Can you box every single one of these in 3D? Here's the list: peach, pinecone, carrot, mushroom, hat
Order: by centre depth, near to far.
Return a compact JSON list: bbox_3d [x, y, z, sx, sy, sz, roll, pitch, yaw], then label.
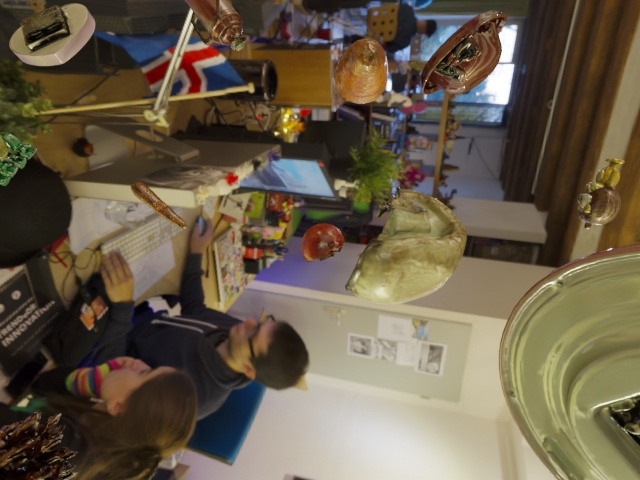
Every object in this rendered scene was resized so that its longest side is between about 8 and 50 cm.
[{"bbox_3d":[-0.531,0.424,0.747,0.221,0.222,0.221,7,90,-76],"label":"pinecone"},{"bbox_3d":[0.165,0.026,0.789,0.189,0.164,0.267,-70,169,23],"label":"mushroom"},{"bbox_3d":[0.285,-0.344,0.831,0.089,0.205,0.205,53,16,4],"label":"hat"},{"bbox_3d":[-0.001,0.000,0.887,0.061,0.098,0.098,61,29,-20],"label":"peach"},{"bbox_3d":[-0.368,-0.077,0.987,0.035,0.165,0.035,-50,178,-3],"label":"carrot"},{"bbox_3d":[0.123,-0.470,1.158,0.225,0.159,0.158,-116,-149,-83],"label":"carrot"}]

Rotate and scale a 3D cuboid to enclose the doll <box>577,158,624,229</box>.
[{"bbox_3d":[0.750,-0.125,1.163,0.145,0.096,0.187,74,30,-77],"label":"doll"}]

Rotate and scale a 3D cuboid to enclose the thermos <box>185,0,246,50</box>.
[{"bbox_3d":[-0.265,-0.562,1.066,0.232,0.124,0.099,56,7,6],"label":"thermos"}]

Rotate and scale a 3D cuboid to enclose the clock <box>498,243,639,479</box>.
[{"bbox_3d":[0.231,0.114,0.264,0.056,0.245,0.244,-25,125,-40],"label":"clock"}]

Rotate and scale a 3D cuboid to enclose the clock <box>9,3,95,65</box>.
[{"bbox_3d":[-0.630,-0.483,1.005,0.172,0.198,0.064,62,-2,30],"label":"clock"}]

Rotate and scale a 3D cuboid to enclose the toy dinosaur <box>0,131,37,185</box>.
[{"bbox_3d":[-0.678,-0.176,0.871,0.153,0.259,0.094,38,55,-22],"label":"toy dinosaur"}]
